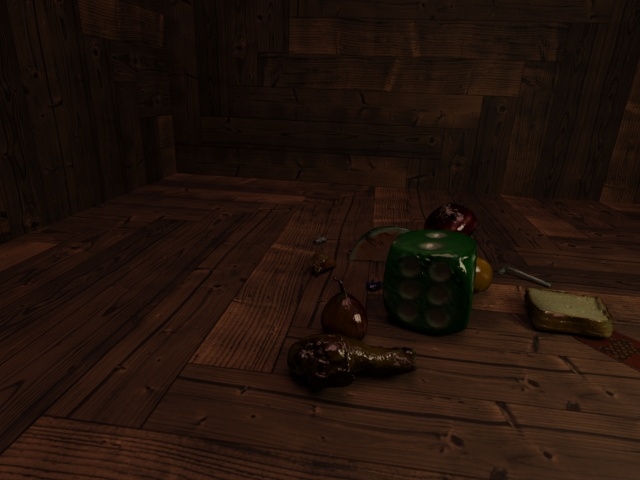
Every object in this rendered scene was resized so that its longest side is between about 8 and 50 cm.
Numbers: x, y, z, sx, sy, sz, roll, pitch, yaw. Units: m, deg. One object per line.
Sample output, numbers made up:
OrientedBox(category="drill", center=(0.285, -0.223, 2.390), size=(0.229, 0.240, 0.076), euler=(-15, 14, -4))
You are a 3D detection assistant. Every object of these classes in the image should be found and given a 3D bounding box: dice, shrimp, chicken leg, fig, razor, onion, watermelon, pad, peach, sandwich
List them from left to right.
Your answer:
OrientedBox(category="shrimp", center=(0.009, 0.102, 1.844), size=(0.115, 0.051, 0.217), euler=(8, 19, 9))
OrientedBox(category="fig", center=(0.077, 0.234, 1.339), size=(0.148, 0.201, 0.149), euler=(9, -19, -22))
OrientedBox(category="chicken leg", center=(0.085, 0.325, 1.122), size=(0.362, 0.140, 0.211), euler=(1, 12, 7))
OrientedBox(category="watermelon", center=(0.276, 0.017, 1.966), size=(0.261, 0.256, 0.175), euler=(8, 64, -6))
OrientedBox(category="dice", center=(0.392, 0.134, 1.449), size=(0.287, 0.296, 0.300), euler=(9, 22, 22))
OrientedBox(category="onion", center=(0.700, -0.062, 2.189), size=(0.273, 0.285, 0.273), euler=(-28, 31, 19))
OrientedBox(category="peach", center=(0.577, 0.122, 1.678), size=(0.251, 0.153, 0.251), euler=(28, 3, -2))
OrientedBox(category="razor", center=(0.903, 0.156, 1.810), size=(0.084, 0.035, 0.211), euler=(-19, 28, -40))
OrientedBox(category="sandwich", center=(0.876, 0.256, 1.466), size=(0.251, 0.086, 0.226), euler=(5, 18, 15))
OrientedBox(category="pad", center=(0.989, 0.352, 1.338), size=(0.181, 0.004, 0.267), euler=(-9, 23, -30))

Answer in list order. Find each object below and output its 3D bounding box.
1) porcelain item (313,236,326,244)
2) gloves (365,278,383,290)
OrientedBox(category="porcelain item", center=(0.000, 0.000, 2.148), size=(0.083, 0.028, 0.036), euler=(-14, 42, -40))
OrientedBox(category="gloves", center=(0.218, 0.180, 1.687), size=(0.064, 0.026, 0.086), euler=(17, 25, 39))
